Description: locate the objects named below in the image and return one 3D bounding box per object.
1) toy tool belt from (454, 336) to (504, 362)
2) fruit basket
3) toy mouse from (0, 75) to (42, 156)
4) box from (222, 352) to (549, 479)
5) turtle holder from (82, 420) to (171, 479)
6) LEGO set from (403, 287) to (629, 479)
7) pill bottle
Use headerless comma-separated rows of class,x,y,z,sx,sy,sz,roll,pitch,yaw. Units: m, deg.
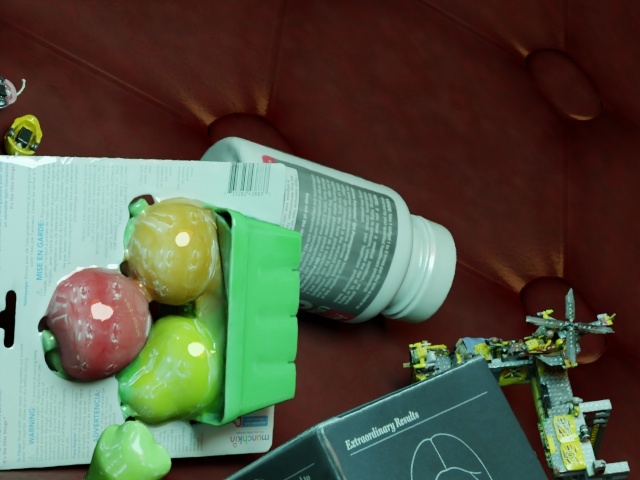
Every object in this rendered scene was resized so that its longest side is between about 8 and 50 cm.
toy tool belt,0.194,0.143,2.468,0.083,0.051,0.052,1,56,-40
fruit basket,-0.199,0.075,2.059,0.353,0.165,0.327,0,94,-27
toy mouse,-0.392,-0.147,2.235,0.143,0.031,0.161,28,42,-20
box,0.111,0.365,2.036,0.293,0.212,0.395,-17,77,-47
turtle holder,-0.177,0.354,1.826,0.243,0.227,0.320,38,40,-7
LEGO set,0.230,0.212,2.267,0.255,0.192,0.331,1,53,-2
pill bottle,0.000,0.000,2.328,0.318,0.176,0.176,17,46,-28
